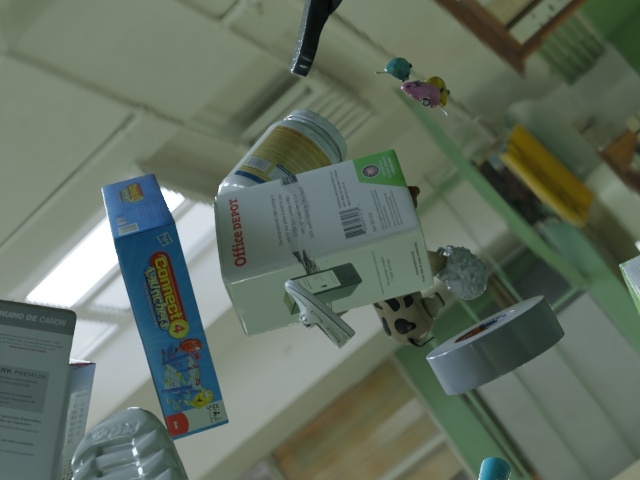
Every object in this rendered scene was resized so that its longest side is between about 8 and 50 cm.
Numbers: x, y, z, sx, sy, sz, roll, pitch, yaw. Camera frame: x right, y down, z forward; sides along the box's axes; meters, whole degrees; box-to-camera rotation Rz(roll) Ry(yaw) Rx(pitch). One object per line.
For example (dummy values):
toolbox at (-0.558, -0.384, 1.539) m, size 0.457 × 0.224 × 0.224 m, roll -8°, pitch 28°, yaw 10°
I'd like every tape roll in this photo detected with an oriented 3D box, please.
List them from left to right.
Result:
tape roll at (0.285, 0.171, 1.853) m, size 0.072 × 0.219 × 0.219 m, roll 62°, pitch -162°, yaw 2°

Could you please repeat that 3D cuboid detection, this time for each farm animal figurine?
farm animal figurine at (0.086, 0.067, 2.031) m, size 0.327 × 0.330 × 0.172 m, roll 44°, pitch -155°, yaw 7°

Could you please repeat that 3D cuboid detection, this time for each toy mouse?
toy mouse at (0.148, -0.249, 1.766) m, size 0.143 × 0.031 × 0.161 m, roll 20°, pitch -155°, yaw -31°

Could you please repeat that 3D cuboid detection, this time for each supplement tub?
supplement tub at (-0.059, -0.108, 1.882) m, size 0.144 × 0.200 × 0.144 m, roll 30°, pitch 153°, yaw 17°

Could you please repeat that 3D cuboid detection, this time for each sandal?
sandal at (-0.159, 0.353, 1.170) m, size 0.102 × 0.169 × 0.416 m, roll 50°, pitch -162°, yaw -46°
sandal at (0.006, -0.368, 1.776) m, size 0.054 × 0.254 × 0.097 m, roll 16°, pitch 164°, yaw -10°

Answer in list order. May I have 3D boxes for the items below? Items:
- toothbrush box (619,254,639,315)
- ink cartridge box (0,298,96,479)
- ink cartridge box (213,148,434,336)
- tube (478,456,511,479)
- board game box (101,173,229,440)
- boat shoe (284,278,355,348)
toothbrush box at (0.492, 0.104, 1.304) m, size 0.283 × 0.206 × 0.122 m, roll 56°, pitch -168°, yaw -43°
ink cartridge box at (-0.473, 0.207, 1.517) m, size 0.309 × 0.272 × 0.130 m, roll 9°, pitch 176°, yaw 4°
ink cartridge box at (0.000, 0.000, 1.586) m, size 0.198 × 0.272 × 0.115 m, roll -103°, pitch -3°, yaw -52°
tube at (0.281, 0.458, 1.916) m, size 0.080 × 0.052 × 0.207 m, roll 59°, pitch -148°, yaw -24°
board game box at (-0.230, 0.085, 1.647) m, size 0.308 × 0.086 × 0.302 m, roll -130°, pitch 25°, yaw -69°
boat shoe at (-0.007, 0.087, 1.310) m, size 0.100 × 0.035 × 0.035 m, roll 41°, pitch 174°, yaw -2°
